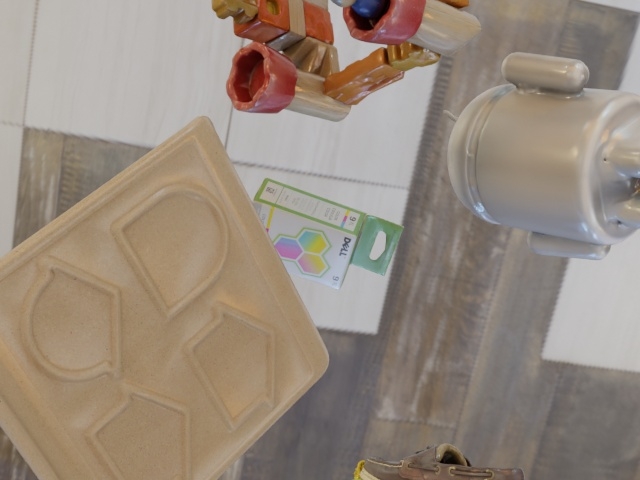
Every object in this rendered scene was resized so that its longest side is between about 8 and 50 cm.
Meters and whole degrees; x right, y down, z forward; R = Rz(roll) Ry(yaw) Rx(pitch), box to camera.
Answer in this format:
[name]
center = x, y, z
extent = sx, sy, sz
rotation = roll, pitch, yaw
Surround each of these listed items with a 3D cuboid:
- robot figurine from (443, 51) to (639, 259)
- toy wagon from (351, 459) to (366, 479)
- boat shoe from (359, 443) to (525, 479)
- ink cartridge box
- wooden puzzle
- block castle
[robot figurine]
center = 0.317, -0.107, 1.318
extent = 0.199, 0.353, 0.300
rotation = -28, 119, -35
[toy wagon]
center = 0.080, 0.512, 1.498
extent = 0.068, 0.345, 0.267
rotation = 4, 150, -31
[boat shoe]
center = 0.167, 0.321, 1.315
extent = 0.102, 0.285, 0.092
rotation = 20, 79, -34
[ink cartridge box]
center = 0.000, 0.000, 1.377
extent = 0.209, 0.062, 0.109
rotation = 19, 132, 3
[wooden puzzle]
center = -0.168, 0.096, 0.959
extent = 0.348, 0.080, 0.322
rotation = -44, 121, -34
[block castle]
center = -0.004, -0.394, 1.172
extent = 0.212, 0.303, 0.454
rotation = 9, 69, -41
